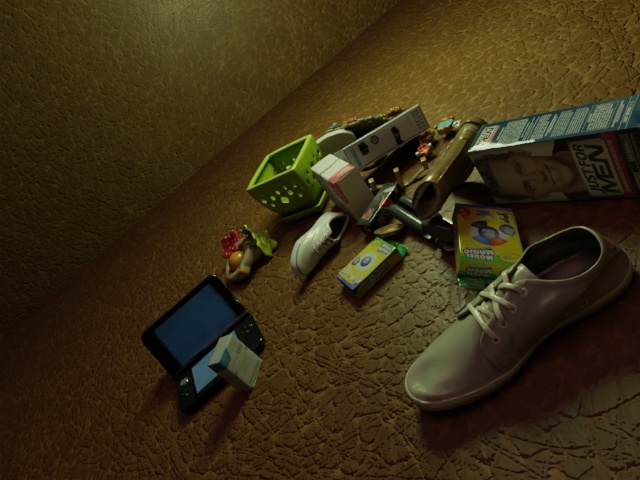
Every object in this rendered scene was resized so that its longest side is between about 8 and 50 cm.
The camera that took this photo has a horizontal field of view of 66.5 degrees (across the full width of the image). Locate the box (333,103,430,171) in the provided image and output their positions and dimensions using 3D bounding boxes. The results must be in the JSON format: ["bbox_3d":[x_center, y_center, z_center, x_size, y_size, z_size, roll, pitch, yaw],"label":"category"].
[{"bbox_3d":[0.196,-0.326,1.601,0.289,0.087,0.169,-32,9,-5],"label":"box"}]

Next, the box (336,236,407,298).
[{"bbox_3d":[0.134,0.061,1.267,0.179,0.043,0.105,-42,28,-7],"label":"box"}]

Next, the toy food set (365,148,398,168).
[{"bbox_3d":[0.182,-0.310,1.752,0.132,0.038,0.192,-51,30,-21],"label":"toy food set"}]

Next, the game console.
[{"bbox_3d":[-0.338,0.283,1.375,0.293,0.173,0.250,-42,28,-4],"label":"game console"}]

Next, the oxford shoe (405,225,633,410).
[{"bbox_3d":[0.322,0.127,0.852,0.449,0.130,0.169,-38,30,7],"label":"oxford shoe"}]

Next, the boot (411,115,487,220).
[{"bbox_3d":[0.297,-0.147,1.185,0.089,0.236,0.270,27,58,17],"label":"boot"}]

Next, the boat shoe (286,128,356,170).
[{"bbox_3d":[-0.011,-0.368,1.973,0.340,0.127,0.158,-28,36,21],"label":"boat shoe"}]

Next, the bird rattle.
[{"bbox_3d":[-0.286,0.047,1.718,0.253,0.143,0.207,-15,53,43],"label":"bird rattle"}]

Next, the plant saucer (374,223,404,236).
[{"bbox_3d":[0.189,-0.026,1.329,0.083,0.015,0.083,-16,12,4],"label":"plant saucer"}]

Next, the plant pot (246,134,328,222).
[{"bbox_3d":[-0.090,-0.206,1.751,0.228,0.207,0.227,-19,34,35],"label":"plant pot"}]

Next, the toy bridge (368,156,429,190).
[{"bbox_3d":[0.237,-0.188,1.476,0.188,0.063,0.026,-22,32,11],"label":"toy bridge"}]

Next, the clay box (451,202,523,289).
[{"bbox_3d":[0.344,0.011,1.010,0.127,0.053,0.222,6,40,6],"label":"clay box"}]

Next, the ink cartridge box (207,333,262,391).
[{"bbox_3d":[-0.214,0.312,1.238,0.052,0.122,0.089,-24,31,34],"label":"ink cartridge box"}]

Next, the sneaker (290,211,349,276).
[{"bbox_3d":[0.000,0.000,1.461,0.091,0.094,0.258,-13,37,48],"label":"sneaker"}]

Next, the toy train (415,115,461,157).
[{"bbox_3d":[0.369,-0.318,1.536,0.166,0.046,0.125,-36,29,13],"label":"toy train"}]

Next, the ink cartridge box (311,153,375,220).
[{"bbox_3d":[0.074,-0.172,1.553,0.092,0.159,0.218,-39,28,-5],"label":"ink cartridge box"}]

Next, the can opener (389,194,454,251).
[{"bbox_3d":[0.262,-0.059,1.225,0.076,0.095,0.283,-41,34,-4],"label":"can opener"}]

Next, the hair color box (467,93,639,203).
[{"bbox_3d":[0.507,-0.175,1.017,0.347,0.174,0.105,1,49,52],"label":"hair color box"}]

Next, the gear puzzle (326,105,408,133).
[{"bbox_3d":[0.183,-0.465,1.871,0.175,0.044,0.338,-9,1,-45],"label":"gear puzzle"}]

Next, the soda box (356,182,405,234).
[{"bbox_3d":[0.179,-0.093,1.424,0.060,0.053,0.169,1,48,51],"label":"soda box"}]
